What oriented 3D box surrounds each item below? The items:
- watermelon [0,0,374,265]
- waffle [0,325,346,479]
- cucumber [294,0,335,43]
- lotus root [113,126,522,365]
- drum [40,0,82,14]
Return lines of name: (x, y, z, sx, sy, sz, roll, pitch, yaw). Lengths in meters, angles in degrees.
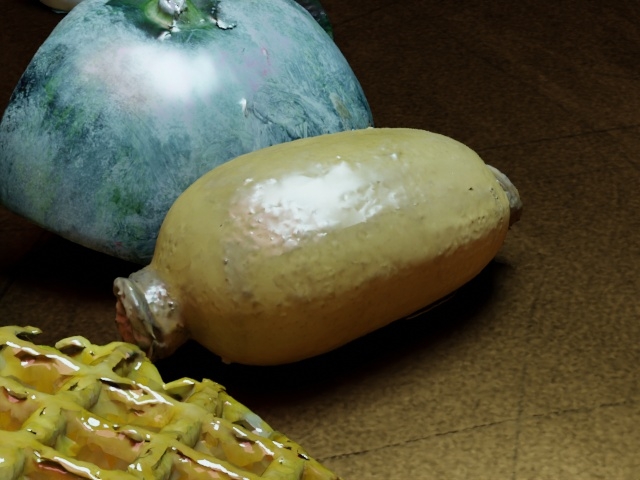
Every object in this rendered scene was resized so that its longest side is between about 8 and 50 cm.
watermelon: (-0.071, -0.100, 1.384, 0.188, 0.175, 0.322, 22, 43, 34)
waffle: (-0.127, 0.146, 0.978, 0.380, 0.095, 0.382, 5, 23, -41)
cucumber: (-0.094, -0.147, 1.554, 0.211, 0.062, 0.078, -23, 39, -25)
lotus root: (0.001, 0.000, 1.268, 0.303, 0.130, 0.146, -19, 36, -20)
drum: (-0.165, -0.232, 1.699, 0.253, 0.049, 0.130, 26, 45, 36)
